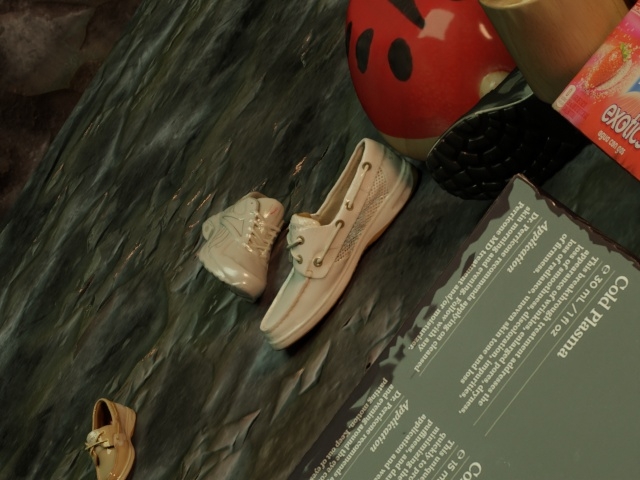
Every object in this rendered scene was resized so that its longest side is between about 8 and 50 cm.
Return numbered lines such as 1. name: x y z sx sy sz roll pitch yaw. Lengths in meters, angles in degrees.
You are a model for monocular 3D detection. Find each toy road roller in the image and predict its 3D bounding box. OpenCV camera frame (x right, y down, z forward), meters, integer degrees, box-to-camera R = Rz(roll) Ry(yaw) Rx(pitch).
1. toy road roller: 0.248 -0.298 1.732 0.329 0.202 0.240 -49 37 -18

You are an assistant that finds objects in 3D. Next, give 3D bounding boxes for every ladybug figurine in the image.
1. ladybug figurine: 0.146 -0.256 2.124 0.305 0.162 0.449 -51 22 9

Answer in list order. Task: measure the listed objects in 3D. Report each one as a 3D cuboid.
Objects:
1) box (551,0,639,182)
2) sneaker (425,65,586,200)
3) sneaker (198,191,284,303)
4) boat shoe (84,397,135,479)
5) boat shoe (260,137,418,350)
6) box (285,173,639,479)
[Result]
1. box: 0.334 -0.086 1.501 0.142 0.154 0.300 -51 20 8
2. sneaker: 0.238 -0.147 1.889 0.283 0.107 0.124 -34 19 27
3. sneaker: -0.095 -0.005 2.362 0.115 0.090 0.232 -45 24 13
4. boat shoe: -0.285 0.271 2.380 0.063 0.059 0.170 -47 23 19
5. boat shoe: 0.000 0.000 2.139 0.277 0.096 0.098 -55 21 -3
6. box: 0.174 0.189 1.247 0.343 0.179 0.312 -53 45 5
